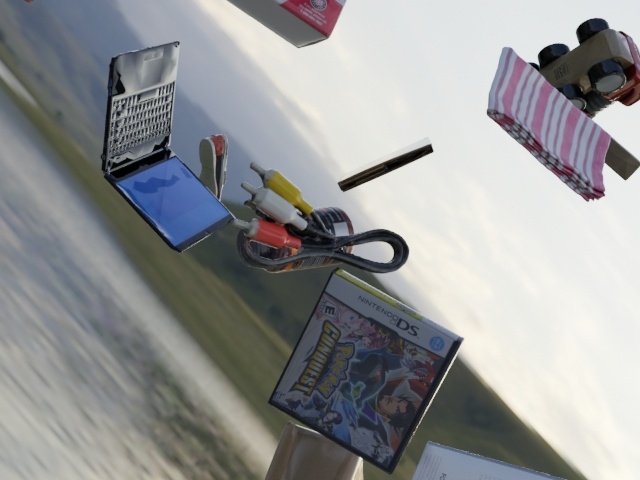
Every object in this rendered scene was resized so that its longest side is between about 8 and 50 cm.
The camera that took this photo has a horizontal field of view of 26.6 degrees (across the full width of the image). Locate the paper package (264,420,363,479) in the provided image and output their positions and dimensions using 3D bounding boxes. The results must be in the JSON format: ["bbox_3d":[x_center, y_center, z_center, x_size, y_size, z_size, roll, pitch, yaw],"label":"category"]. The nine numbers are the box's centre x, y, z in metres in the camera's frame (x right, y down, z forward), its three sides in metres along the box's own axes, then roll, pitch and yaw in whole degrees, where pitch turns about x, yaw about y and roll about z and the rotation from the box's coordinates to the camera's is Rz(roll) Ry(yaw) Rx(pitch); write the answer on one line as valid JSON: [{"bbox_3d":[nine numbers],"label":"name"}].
[{"bbox_3d":[-0.040,0.562,2.652,0.168,0.324,0.309,17,-25,11],"label":"paper package"}]

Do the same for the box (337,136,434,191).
[{"bbox_3d":[0.112,-0.129,2.266,0.201,0.164,0.021,-56,122,-82],"label":"box"}]

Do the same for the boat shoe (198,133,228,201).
[{"bbox_3d":[-0.175,-0.109,2.229,0.049,0.043,0.137,21,-61,36],"label":"boat shoe"}]

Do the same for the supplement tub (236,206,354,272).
[{"bbox_3d":[-0.044,0.000,2.307,0.106,0.198,0.106,11,-76,50],"label":"supplement tub"}]

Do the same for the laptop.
[{"bbox_3d":[-0.213,-0.144,1.995,0.137,0.264,0.234,12,16,14],"label":"laptop"}]

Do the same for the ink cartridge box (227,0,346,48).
[{"bbox_3d":[-0.039,-0.548,2.517,0.226,0.306,0.131,31,-20,-23],"label":"ink cartridge box"}]

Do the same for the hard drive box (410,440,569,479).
[{"bbox_3d":[0.194,0.334,1.420,0.232,0.181,0.089,13,-28,26],"label":"hard drive box"}]

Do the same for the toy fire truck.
[{"bbox_3d":[0.474,-0.226,2.286,0.246,0.217,0.158,21,47,-42],"label":"toy fire truck"}]

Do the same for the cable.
[{"bbox_3d":[0.000,0.000,1.964,0.287,0.139,0.072,23,-20,-16],"label":"cable"}]

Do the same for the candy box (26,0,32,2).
[{"bbox_3d":[-0.341,-0.341,1.379,0.109,0.053,0.186,22,39,-57],"label":"candy box"}]

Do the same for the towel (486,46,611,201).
[{"bbox_3d":[0.293,-0.150,1.718,0.197,0.029,0.144,38,40,-18],"label":"towel"}]

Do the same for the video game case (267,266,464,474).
[{"bbox_3d":[0.074,0.222,2.294,0.248,0.274,0.035,29,18,10],"label":"video game case"}]
